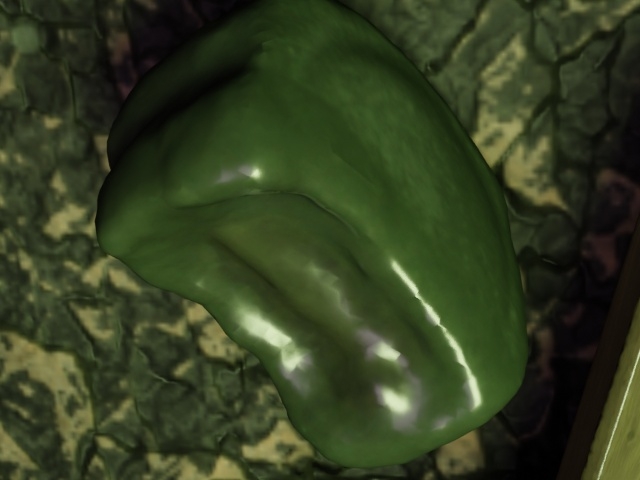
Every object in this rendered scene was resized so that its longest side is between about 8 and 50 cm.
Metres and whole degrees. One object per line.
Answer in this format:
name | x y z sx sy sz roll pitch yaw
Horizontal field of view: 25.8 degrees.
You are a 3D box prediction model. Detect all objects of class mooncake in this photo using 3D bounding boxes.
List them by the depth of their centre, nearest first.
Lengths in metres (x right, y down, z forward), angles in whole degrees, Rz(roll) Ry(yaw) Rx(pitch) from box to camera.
mooncake | 0.000 0.000 0.515 0.104 0.168 0.175 -31 85 22

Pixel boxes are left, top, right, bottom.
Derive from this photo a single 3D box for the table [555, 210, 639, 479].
table | 0.153 0.060 0.517 0.167 0.167 0.226 16 103 7
